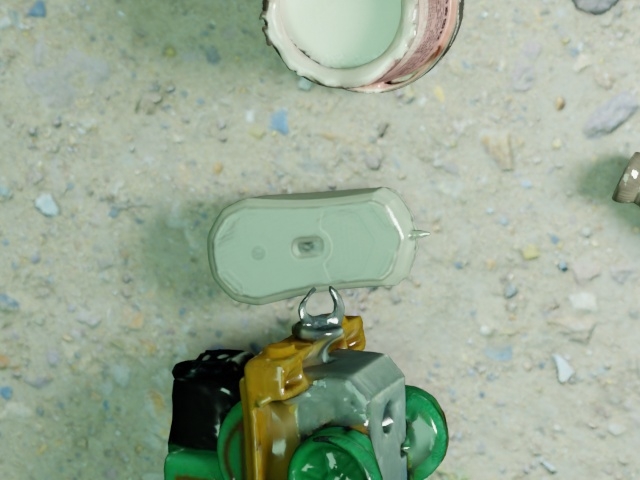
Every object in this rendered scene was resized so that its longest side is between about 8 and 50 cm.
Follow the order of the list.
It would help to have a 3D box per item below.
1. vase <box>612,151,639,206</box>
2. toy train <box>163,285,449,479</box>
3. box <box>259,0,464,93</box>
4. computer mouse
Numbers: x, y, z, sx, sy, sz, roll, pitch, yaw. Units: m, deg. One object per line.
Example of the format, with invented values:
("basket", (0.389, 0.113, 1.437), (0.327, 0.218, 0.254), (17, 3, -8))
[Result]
("vase", (0.281, -0.029, 1.477), (0.100, 0.053, 0.053), (28, 106, 12))
("toy train", (-0.034, 0.245, 1.550), (0.249, 0.178, 0.429), (3, 102, 24))
("box", (0.027, -0.183, 1.463), (0.151, 0.135, 0.151), (3, 102, 14))
("computer mouse", (0.000, 0.000, 1.546), (0.181, 0.056, 0.089), (-6, 101, 6))
